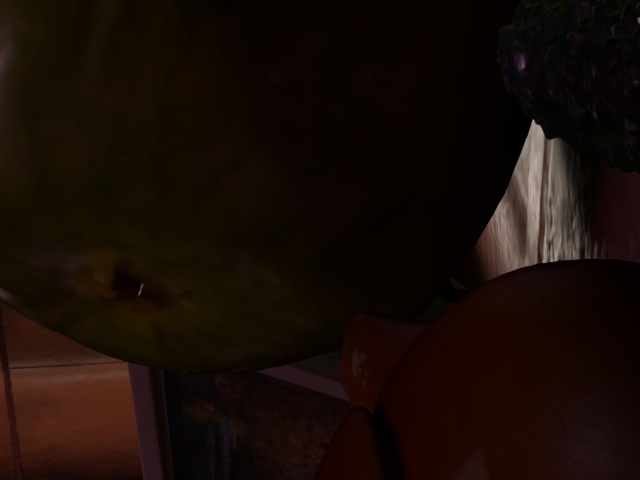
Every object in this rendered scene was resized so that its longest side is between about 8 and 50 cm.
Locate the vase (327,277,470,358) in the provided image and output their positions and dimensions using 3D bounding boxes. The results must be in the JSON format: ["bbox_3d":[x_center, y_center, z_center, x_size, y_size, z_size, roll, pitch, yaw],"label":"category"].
[{"bbox_3d":[0.000,0.000,0.976,0.360,0.165,0.165,-115,22,-67],"label":"vase"}]

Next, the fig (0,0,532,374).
[{"bbox_3d":[-0.015,-0.101,0.657,0.314,0.233,0.233,-62,-1,-8],"label":"fig"}]

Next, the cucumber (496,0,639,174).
[{"bbox_3d":[0.081,-0.035,0.345,0.187,0.058,0.058,-129,36,-81],"label":"cucumber"}]

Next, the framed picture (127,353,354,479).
[{"bbox_3d":[0.000,0.123,0.824,0.250,0.184,0.016,93,-162,-55],"label":"framed picture"}]

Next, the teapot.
[{"bbox_3d":[0.045,0.109,0.403,0.252,0.135,0.178,-95,0,-47],"label":"teapot"}]
